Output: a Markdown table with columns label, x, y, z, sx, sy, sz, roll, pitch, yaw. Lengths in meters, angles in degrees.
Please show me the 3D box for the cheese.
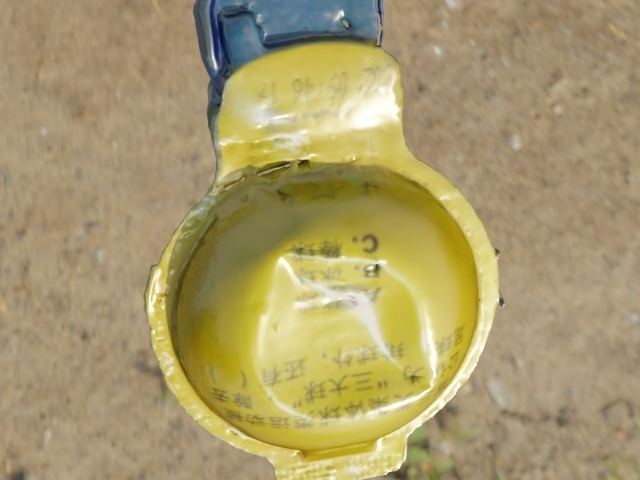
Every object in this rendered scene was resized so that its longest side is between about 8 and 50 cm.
| label | x | y | z | sx | sy | sz | roll | pitch | yaw |
| --- | --- | --- | --- | --- | --- | --- | --- | --- | --- |
| cheese | 0.000 | 0.000 | 0.950 | 0.177 | 0.069 | 0.270 | -10 | 115 | -8 |
